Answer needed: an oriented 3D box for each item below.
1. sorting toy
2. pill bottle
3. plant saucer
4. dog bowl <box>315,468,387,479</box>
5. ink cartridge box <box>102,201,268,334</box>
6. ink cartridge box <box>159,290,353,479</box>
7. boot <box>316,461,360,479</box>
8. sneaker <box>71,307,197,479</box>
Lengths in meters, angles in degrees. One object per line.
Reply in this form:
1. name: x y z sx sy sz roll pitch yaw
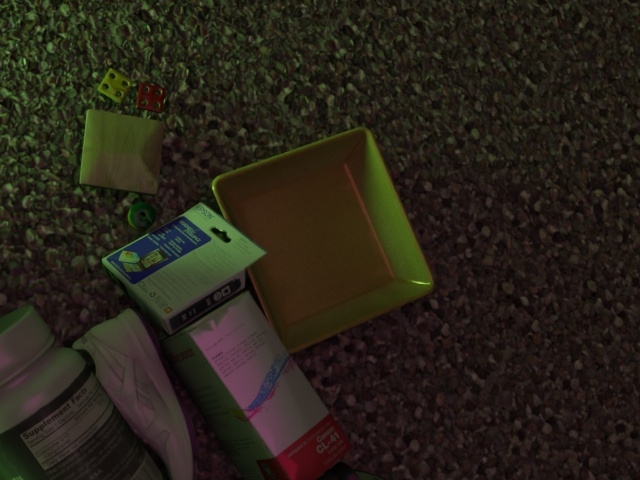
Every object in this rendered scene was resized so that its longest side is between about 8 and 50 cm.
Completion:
1. sorting toy: -0.342 -0.155 1.787 0.132 0.046 0.274 8 76 -20
2. pill bottle: -0.401 0.290 1.547 0.204 0.204 0.361 -37 104 -24
3. plant saucer: 0.000 0.000 1.871 0.333 0.081 0.333 -21 86 -24
4. dog bowl: 0.064 0.589 1.728 0.408 0.150 0.408 5 76 -20
5. ink cartridge box: -0.222 0.040 1.723 0.208 0.206 0.045 -33 135 -22
6. ink cartridge box: -0.113 0.252 1.690 0.131 0.226 0.306 -33 92 -24
7. boot: 0.035 0.484 1.626 0.161 0.083 0.246 -35 89 -16
8. sneaker: -0.300 0.271 1.689 0.152 0.114 0.305 -23 81 -15
